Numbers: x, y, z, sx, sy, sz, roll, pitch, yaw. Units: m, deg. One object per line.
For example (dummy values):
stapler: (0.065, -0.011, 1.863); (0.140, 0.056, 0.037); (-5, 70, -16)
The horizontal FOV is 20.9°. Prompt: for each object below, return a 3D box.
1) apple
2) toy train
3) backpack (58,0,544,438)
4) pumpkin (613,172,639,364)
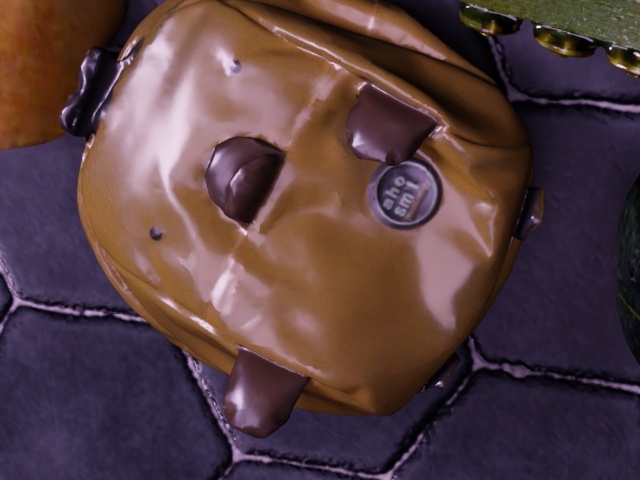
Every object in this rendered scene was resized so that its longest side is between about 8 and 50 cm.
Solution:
apple: (-0.339, -0.202, 1.446); (0.309, 0.314, 0.252); (12, 157, 14)
toy train: (0.205, -0.198, 1.347); (0.225, 0.137, 0.090); (17, 118, 10)
backpack: (-0.024, -0.035, 1.403); (0.378, 0.201, 0.354); (24, 95, 1)
pumpkin: (0.383, 0.024, 1.320); (0.323, 0.241, 0.323); (15, 128, 20)
